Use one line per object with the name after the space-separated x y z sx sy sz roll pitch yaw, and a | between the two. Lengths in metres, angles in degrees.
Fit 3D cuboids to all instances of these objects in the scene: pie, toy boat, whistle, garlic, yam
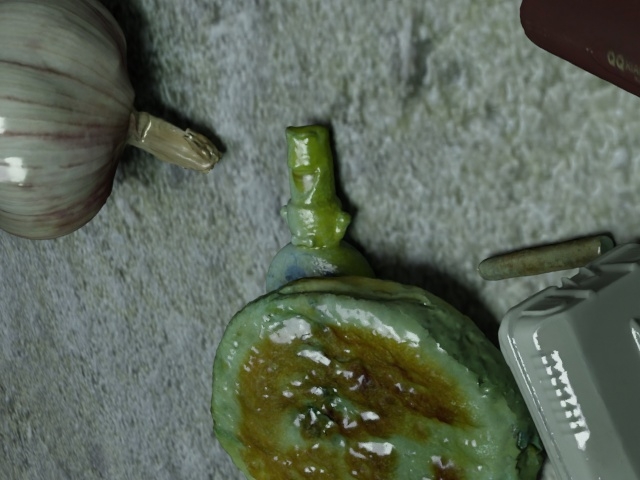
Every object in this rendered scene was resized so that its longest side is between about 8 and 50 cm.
0.040 0.153 0.879 0.302 0.067 0.302 15 128 20 | pie
0.196 0.143 0.694 0.141 0.141 0.269 3 116 48 | toy boat
0.000 0.000 0.902 0.104 0.057 0.198 6 109 35 | whistle
-0.211 -0.109 0.993 0.253 0.245 0.245 10 126 3 | garlic
0.154 0.013 0.752 0.116 0.021 0.021 -16 99 52 | yam

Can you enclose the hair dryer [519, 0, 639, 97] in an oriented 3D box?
0.254 0.012 0.601 0.312 0.123 0.340 31 144 48 | hair dryer
